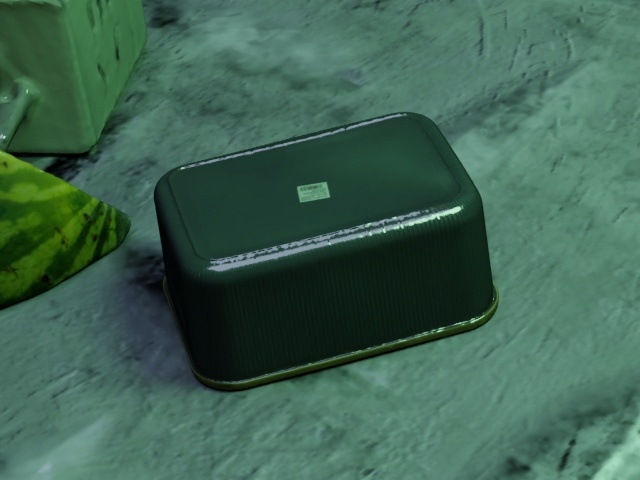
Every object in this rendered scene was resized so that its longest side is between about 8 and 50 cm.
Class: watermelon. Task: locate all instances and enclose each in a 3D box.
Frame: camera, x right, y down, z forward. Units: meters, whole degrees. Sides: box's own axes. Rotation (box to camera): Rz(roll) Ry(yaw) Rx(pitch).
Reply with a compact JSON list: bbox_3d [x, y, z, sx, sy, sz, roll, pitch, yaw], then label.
[{"bbox_3d":[-0.300,-0.004,1.262,0.303,0.159,0.128,6,76,20],"label":"watermelon"}]

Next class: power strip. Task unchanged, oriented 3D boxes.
[{"bbox_3d":[-0.227,-0.147,1.389,0.139,0.140,0.224,2,36,12],"label":"power strip"}]

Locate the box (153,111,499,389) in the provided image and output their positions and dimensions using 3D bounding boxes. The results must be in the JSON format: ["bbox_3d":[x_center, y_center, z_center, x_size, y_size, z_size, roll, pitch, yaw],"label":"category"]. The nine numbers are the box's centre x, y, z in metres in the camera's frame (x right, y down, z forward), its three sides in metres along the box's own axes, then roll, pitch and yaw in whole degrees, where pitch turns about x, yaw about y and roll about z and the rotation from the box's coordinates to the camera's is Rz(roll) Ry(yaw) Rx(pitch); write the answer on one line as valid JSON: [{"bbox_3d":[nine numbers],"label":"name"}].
[{"bbox_3d":[0.000,0.000,1.184,0.201,0.090,0.144,-14,35,-8],"label":"box"}]
